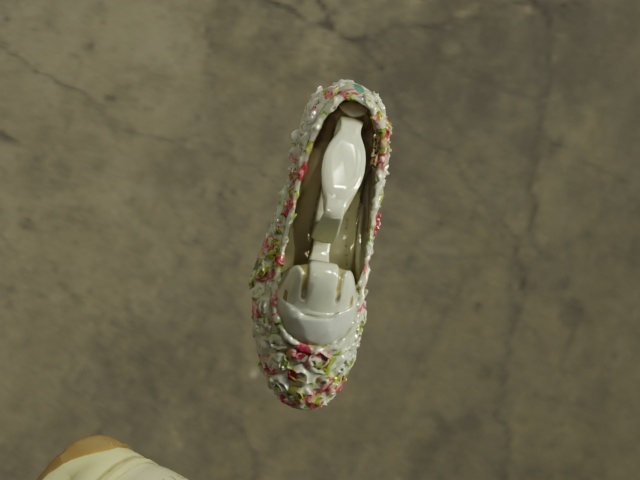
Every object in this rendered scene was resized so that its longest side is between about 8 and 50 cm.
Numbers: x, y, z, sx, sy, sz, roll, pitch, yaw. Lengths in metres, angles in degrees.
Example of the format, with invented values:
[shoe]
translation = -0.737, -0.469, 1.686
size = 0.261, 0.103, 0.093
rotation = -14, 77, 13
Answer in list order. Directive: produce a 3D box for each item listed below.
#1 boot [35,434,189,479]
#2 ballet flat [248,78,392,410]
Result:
[boot]
translation = -0.057, 0.221, 0.643
size = 0.262, 0.203, 0.095
rotation = -62, 157, -15
[ballet flat]
translation = 0.000, 0.000, 1.318
size = 0.091, 0.077, 0.241
rotation = 7, 84, -6
